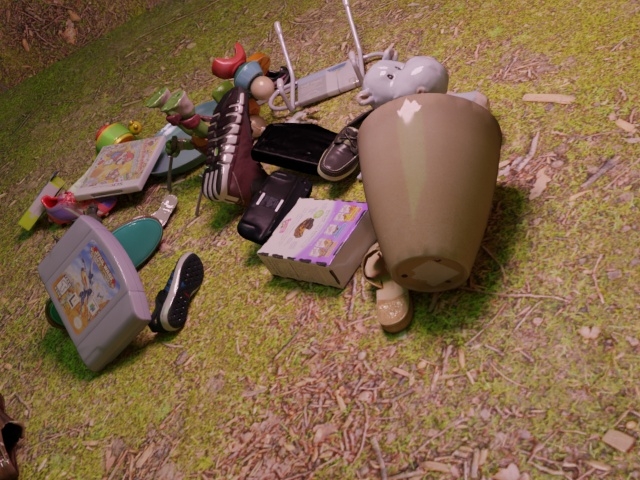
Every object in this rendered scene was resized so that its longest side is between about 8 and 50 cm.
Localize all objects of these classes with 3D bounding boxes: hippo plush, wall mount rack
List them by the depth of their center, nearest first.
[{"bbox_3d":[0.194,-0.280,1.520,0.294,0.237,0.234,5,50,42],"label":"hippo plush"},{"bbox_3d":[0.000,-0.486,1.996,0.349,0.130,0.304,-17,44,14],"label":"wall mount rack"}]

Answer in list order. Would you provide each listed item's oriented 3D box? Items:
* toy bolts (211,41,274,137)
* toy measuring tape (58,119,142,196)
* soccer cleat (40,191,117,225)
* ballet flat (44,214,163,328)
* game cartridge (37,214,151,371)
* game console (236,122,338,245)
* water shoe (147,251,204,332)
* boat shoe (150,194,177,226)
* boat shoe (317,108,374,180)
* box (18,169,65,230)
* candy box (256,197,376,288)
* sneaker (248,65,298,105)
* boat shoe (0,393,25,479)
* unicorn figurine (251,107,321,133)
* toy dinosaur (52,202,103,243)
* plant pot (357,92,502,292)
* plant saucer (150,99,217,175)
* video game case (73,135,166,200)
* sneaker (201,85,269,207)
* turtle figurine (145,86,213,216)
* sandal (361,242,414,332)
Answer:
[{"bbox_3d":[-0.167,-0.397,1.961,0.158,0.228,0.218,41,72,13],"label":"toy bolts"},{"bbox_3d":[-0.656,-0.250,2.258,0.121,0.121,0.330,18,58,48],"label":"toy measuring tape"},{"bbox_3d":[-0.675,-0.101,2.115,0.247,0.095,0.083,-8,41,32],"label":"soccer cleat"},{"bbox_3d":[-0.516,0.069,1.792,0.342,0.116,0.124,-51,19,-19],"label":"ballet flat"},{"bbox_3d":[-0.476,0.098,1.594,0.198,0.062,0.297,-47,63,21],"label":"game cartridge"},{"bbox_3d":[-0.078,-0.131,1.657,0.213,0.044,0.361,15,52,18],"label":"game console"},{"bbox_3d":[-0.311,0.104,1.596,0.080,0.073,0.203,-15,38,27],"label":"water shoe"},{"bbox_3d":[-0.399,-0.059,1.896,0.046,0.038,0.125,25,61,3],"label":"boat shoe"},{"bbox_3d":[0.068,-0.217,1.643,0.080,0.073,0.223,32,54,15],"label":"boat shoe"},{"bbox_3d":[-0.811,-0.120,2.225,0.178,0.042,0.109,-51,16,6],"label":"box"},{"bbox_3d":[0.000,0.000,1.479,0.196,0.070,0.165,8,52,43],"label":"candy box"},{"bbox_3d":[-0.153,-0.441,2.134,0.178,0.077,0.072,-21,36,17],"label":"sneaker"},{"bbox_3d":[-0.629,0.387,1.501,0.095,0.095,0.257,-21,40,-7],"label":"boat shoe"},{"bbox_3d":[-0.081,-0.286,1.914,0.161,0.060,0.111,-27,31,-20],"label":"unicorn figurine"},{"bbox_3d":[-0.530,0.006,1.718,0.118,0.064,0.268,-30,49,-7],"label":"toy dinosaur"},{"bbox_3d":[0.186,-0.061,1.286,0.256,0.256,0.274,-13,55,26],"label":"plant pot"},{"bbox_3d":[-0.365,-0.282,2.139,0.317,0.044,0.318,-21,36,16],"label":"plant saucer"},{"bbox_3d":[-0.553,-0.203,2.103,0.206,0.026,0.227,-7,41,19],"label":"video game case"},{"bbox_3d":[-0.179,-0.207,1.779,0.106,0.162,0.282,-4,71,48],"label":"sneaker"},{"bbox_3d":[-0.326,-0.221,1.841,0.274,0.266,0.198,-29,37,10],"label":"turtle figurine"},{"bbox_3d":[0.111,0.050,1.322,0.088,0.079,0.240,-23,36,14],"label":"sandal"}]
